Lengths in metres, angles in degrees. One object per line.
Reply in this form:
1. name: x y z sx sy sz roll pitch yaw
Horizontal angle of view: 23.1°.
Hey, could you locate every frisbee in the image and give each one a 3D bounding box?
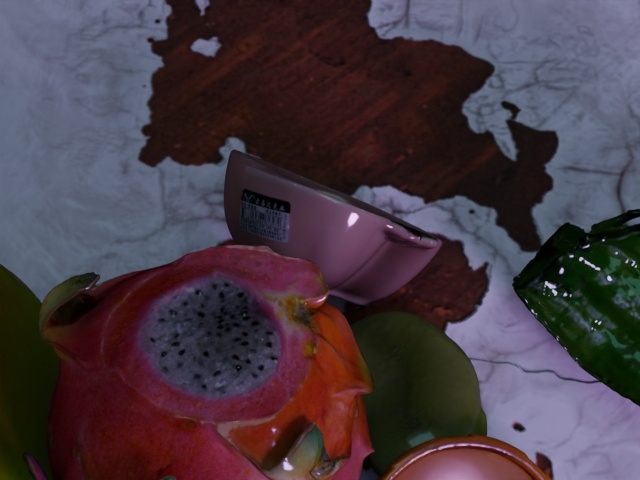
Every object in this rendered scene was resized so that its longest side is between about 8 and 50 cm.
1. frisbee: 0.117 0.258 1.314 0.192 0.035 0.192 0 89 -12

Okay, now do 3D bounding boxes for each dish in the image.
1. dish: 0.000 0.000 1.405 0.213 0.213 0.090 25 94 9

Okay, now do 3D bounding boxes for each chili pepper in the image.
1. chili pepper: 0.370 0.072 1.389 0.385 0.213 0.167 28 20 7

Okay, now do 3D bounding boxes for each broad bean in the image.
1. broad bean: 0.081 0.140 1.377 0.124 0.082 0.174 -10 63 -7

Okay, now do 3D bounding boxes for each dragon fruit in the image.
1. dragon fruit: -0.092 0.127 1.246 0.291 0.189 0.290 -5 49 5

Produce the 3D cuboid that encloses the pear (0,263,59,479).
1. pear: -0.402 0.125 1.301 0.399 0.165 0.399 2 60 -3
